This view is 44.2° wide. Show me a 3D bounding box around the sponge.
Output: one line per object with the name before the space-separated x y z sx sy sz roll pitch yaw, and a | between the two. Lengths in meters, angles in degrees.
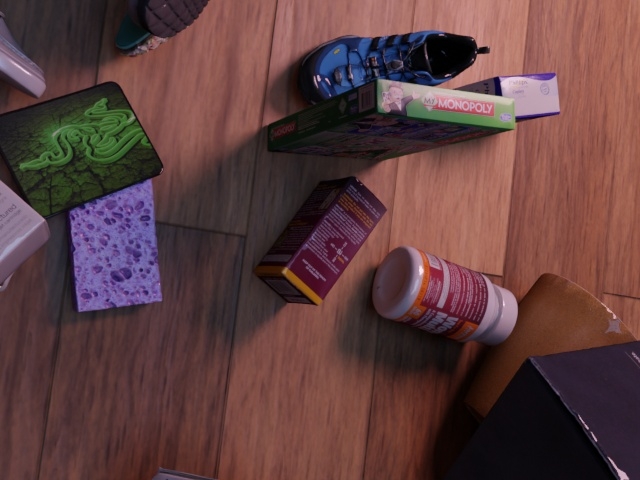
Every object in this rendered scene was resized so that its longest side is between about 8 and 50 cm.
sponge | -0.284 -0.014 1.074 0.117 0.031 0.210 -5 91 -28

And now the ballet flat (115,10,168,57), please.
ballet flat | -0.200 -0.346 1.106 0.240 0.091 0.077 -64 147 -10

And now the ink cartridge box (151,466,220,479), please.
ink cartridge box | -0.101 0.443 1.015 0.307 0.129 0.223 40 56 -48

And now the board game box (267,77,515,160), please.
board game box | 0.086 -0.160 1.113 0.214 0.317 0.046 1 87 -28

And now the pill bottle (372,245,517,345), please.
pill bottle | 0.204 0.096 1.278 0.221 0.121 0.121 20 79 -26

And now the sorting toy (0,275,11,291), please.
sorting toy | -0.422 0.028 1.001 0.075 0.045 0.083 40 70 -41

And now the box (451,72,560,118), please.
box | 0.309 -0.234 1.334 0.126 0.137 0.072 -10 94 -28

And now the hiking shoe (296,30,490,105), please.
hiking shoe | 0.107 -0.282 1.232 0.304 0.132 0.113 -19 97 -27

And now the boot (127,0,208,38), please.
boot | -0.231 -0.426 1.038 0.223 0.118 0.338 18 66 9

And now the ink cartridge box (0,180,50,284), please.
ink cartridge box | -0.455 -0.031 0.915 0.219 0.092 0.160 41 69 -1

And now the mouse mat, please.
mouse mat | -0.320 -0.124 1.044 0.190 0.007 0.152 -26 84 -31

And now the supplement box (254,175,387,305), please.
supplement box | 0.000 0.000 1.183 0.081 0.104 0.188 44 70 -20

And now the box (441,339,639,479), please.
box | 0.455 0.401 1.176 0.472 0.297 0.479 -4 134 -29

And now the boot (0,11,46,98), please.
boot | -0.425 -0.298 0.971 0.258 0.095 0.123 38 79 -20

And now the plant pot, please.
plant pot | 0.372 0.227 1.323 0.254 0.237 0.237 -43 108 -7
